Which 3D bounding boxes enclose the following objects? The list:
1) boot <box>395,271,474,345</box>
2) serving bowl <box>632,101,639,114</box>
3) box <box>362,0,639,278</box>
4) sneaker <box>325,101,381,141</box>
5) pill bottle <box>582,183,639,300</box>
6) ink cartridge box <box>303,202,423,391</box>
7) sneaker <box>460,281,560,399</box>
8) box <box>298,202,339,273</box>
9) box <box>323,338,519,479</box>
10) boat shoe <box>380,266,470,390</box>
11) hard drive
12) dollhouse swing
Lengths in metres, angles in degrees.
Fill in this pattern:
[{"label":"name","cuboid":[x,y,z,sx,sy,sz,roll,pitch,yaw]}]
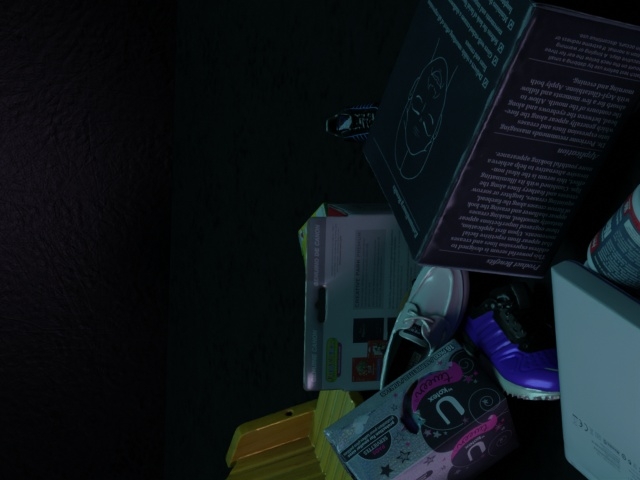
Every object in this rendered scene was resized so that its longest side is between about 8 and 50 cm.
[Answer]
[{"label":"boot","cuboid":[0.191,0.076,1.781,0.112,0.115,0.305,15,-92,-74]},{"label":"serving bowl","cuboid":[0.404,-0.201,1.437,0.083,0.027,0.083,178,90,-66]},{"label":"box","cuboid":[0.246,-0.193,1.491,0.293,0.212,0.395,-110,35,-49]},{"label":"sneaker","cuboid":[0.090,-0.223,2.083,0.232,0.090,0.081,177,91,-67]},{"label":"pill bottle","cuboid":[0.400,0.013,1.365,0.180,0.108,0.108,118,142,-49]},{"label":"ink cartridge box","cuboid":[0.088,0.094,1.878,0.130,0.271,0.310,-150,60,-72]},{"label":"sneaker","cuboid":[0.297,0.139,1.624,0.293,0.102,0.146,-152,63,-63]},{"label":"box","cuboid":[0.000,0.000,2.377,0.179,0.043,0.105,136,127,-57]},{"label":"box","cuboid":[0.157,0.299,1.641,0.142,0.247,0.163,49,170,39]},{"label":"boat shoe","cuboid":[0.162,0.143,1.700,0.095,0.084,0.258,19,102,21]},{"label":"hard drive","cuboid":[0.379,0.204,1.383,0.210,0.040,0.319,41,148,54]},{"label":"dollhouse swing","cuboid":[-0.044,0.468,2.244,0.305,0.315,0.347,82,168,-47]}]
